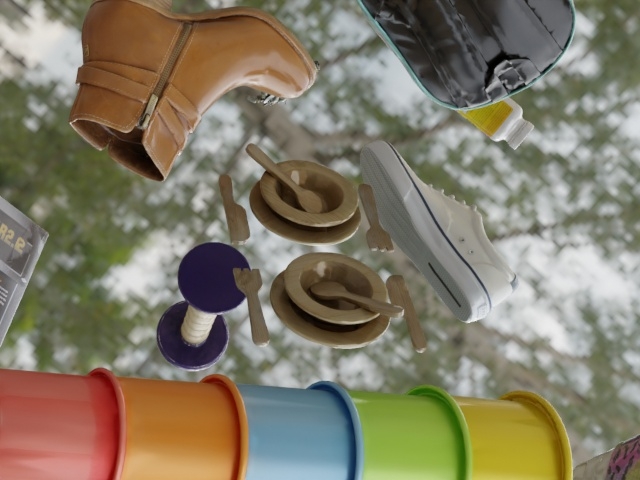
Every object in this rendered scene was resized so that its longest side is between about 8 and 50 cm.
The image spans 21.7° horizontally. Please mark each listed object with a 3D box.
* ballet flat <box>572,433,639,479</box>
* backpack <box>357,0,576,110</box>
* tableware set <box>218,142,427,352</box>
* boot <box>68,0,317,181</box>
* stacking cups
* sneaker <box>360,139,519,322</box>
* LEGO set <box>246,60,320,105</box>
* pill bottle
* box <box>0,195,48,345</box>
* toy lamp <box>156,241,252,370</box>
[{"bbox_3d":[0.228,0.207,1.272,0.077,0.079,0.221,-61,155,-30],"label":"ballet flat"},{"bbox_3d":[0.119,-0.213,1.392,0.166,0.188,0.144,-32,-156,9],"label":"backpack"},{"bbox_3d":[0.000,0.000,1.206,0.194,0.128,0.039,-106,-155,-47],"label":"tableware set"},{"bbox_3d":[-0.097,-0.110,1.245,0.073,0.197,0.152,-27,-135,50],"label":"boot"},{"bbox_3d":[-0.024,0.103,0.836,0.096,0.316,0.096,-29,-124,54],"label":"stacking cups"},{"bbox_3d":[0.144,-0.020,2.037,0.091,0.258,0.094,-28,167,-25],"label":"sneaker"},{"bbox_3d":[-0.034,-0.155,1.708,0.083,0.023,0.054,-29,169,-2],"label":"LEGO set"},{"bbox_3d":[0.168,-0.127,1.639,0.043,0.083,0.043,-51,179,-1],"label":"pill bottle"},{"bbox_3d":[-0.321,0.015,1.208,0.056,0.231,0.183,-2,-121,39],"label":"box"},{"bbox_3d":[-0.122,0.076,1.671,0.080,0.080,0.274,-56,176,-20],"label":"toy lamp"}]
